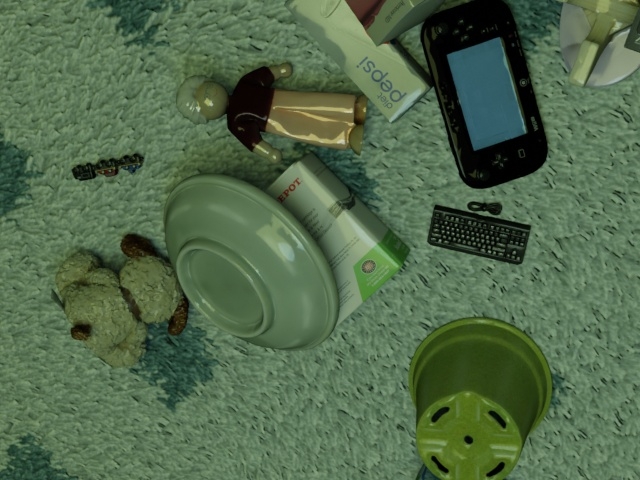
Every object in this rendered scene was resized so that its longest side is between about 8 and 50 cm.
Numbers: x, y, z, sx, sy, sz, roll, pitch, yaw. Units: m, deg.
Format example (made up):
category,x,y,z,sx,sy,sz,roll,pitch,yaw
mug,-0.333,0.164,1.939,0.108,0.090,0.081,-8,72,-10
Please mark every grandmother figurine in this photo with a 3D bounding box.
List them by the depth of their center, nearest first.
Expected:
category,x,y,z,sx,sy,sz,roll,pitch,yaw
grandmother figurine,-0.089,-0.240,1.742,0.343,0.207,0.104,7,143,1

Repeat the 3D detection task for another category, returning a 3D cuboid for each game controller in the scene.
category,x,y,z,sx,sy,sz,roll,pitch,yaw
game controller,0.287,-0.255,1.686,0.167,0.067,0.319,-17,102,5

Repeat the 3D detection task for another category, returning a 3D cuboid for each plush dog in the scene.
category,x,y,z,sx,sy,sz,roll,pitch,yaw
plush dog,-0.384,0.116,1.920,0.225,0.210,0.262,-31,96,-4

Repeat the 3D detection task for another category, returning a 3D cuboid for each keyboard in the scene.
category,x,y,z,sx,sy,sz,roll,pitch,yaw
keyboard,0.294,-0.022,1.785,0.180,0.023,0.108,13,108,9

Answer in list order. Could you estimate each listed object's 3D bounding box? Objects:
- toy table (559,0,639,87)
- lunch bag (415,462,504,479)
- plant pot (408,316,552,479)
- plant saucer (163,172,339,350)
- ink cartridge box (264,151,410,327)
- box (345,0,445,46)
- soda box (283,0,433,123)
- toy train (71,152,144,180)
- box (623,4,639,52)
category,x,y,z,sx,sy,sz,roll,pitch,yaw
toy table,0.468,-0.379,1.554,0.252,0.161,0.274,11,105,21
lunch bag,0.285,0.500,1.855,0.219,0.176,0.090,27,113,8
plant pot,0.278,0.310,1.760,0.276,0.254,0.276,4,106,14
plant saucer,-0.156,0.068,1.782,0.401,0.100,0.400,24,137,25
ink cartridge box,0.000,0.000,1.814,0.273,0.115,0.198,46,111,-1
box,0.101,-0.469,1.608,0.232,0.127,0.148,56,153,2
soda box,0.072,-0.347,1.711,0.098,0.091,0.286,-41,93,20
toy train,-0.422,-0.143,1.926,0.158,0.027,0.036,-9,106,17
box,0.579,-0.326,1.383,0.231,0.056,0.183,25,110,24
